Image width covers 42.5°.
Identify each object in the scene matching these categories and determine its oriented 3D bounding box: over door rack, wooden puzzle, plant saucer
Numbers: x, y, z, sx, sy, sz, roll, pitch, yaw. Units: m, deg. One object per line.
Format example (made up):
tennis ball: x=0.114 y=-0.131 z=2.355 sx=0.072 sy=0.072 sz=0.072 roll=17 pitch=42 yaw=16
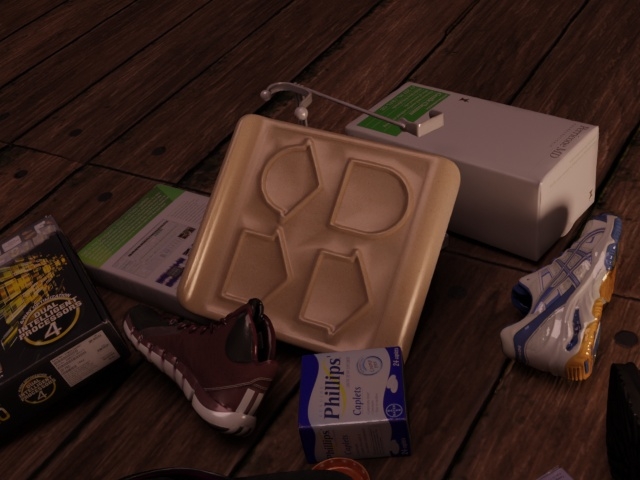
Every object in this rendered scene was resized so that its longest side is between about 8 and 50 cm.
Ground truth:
over door rack: x=0.042 y=-0.114 z=1.329 sx=0.324 sy=0.239 sz=0.108 roll=19 pitch=42 yaw=34
wooden puzzle: x=0.000 y=0.000 z=1.218 sx=0.348 sy=0.080 sz=0.322 roll=16 pitch=80 yaw=13
plant saucer: x=0.020 y=0.304 z=1.007 sx=0.084 sy=0.013 sz=0.083 roll=-7 pitch=39 yaw=6

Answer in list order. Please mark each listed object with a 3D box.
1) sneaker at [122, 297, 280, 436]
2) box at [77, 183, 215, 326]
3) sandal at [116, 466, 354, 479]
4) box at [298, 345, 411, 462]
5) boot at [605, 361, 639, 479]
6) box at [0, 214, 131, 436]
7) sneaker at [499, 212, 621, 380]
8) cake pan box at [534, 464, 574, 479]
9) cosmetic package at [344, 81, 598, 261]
sneaker: x=-0.151 y=0.130 z=1.145 sx=0.281 sy=0.106 sz=0.162 roll=36 pitch=97 yaw=34
box: x=-0.227 y=0.017 z=1.394 sx=0.322 sy=0.058 sz=0.232 roll=17 pitch=47 yaw=30
sandal: x=-0.162 y=0.311 z=0.913 sx=0.446 sy=0.107 sz=0.167 roll=-15 pitch=38 yaw=21
box: x=0.044 y=0.211 z=1.067 sx=0.137 sy=0.072 sz=0.126 roll=-7 pitch=38 yaw=7
boot: x=0.459 y=0.252 z=0.856 sx=0.260 sy=0.131 sz=0.348 roll=0 pitch=27 yaw=1
box: x=-0.516 y=0.163 z=1.229 sx=0.395 sy=0.097 sz=0.318 roll=-32 pitch=41 yaw=-11
sneaker: x=0.338 y=0.057 z=1.148 sx=0.131 sy=0.111 sz=0.296 roll=10 pitch=43 yaw=26
cake pan box: x=0.216 y=0.385 z=0.813 sx=0.267 sy=0.070 sz=0.246 roll=-26 pitch=38 yaw=-17
cosmetic package: x=0.246 y=-0.125 z=1.362 sx=0.366 sy=0.155 sz=0.197 roll=20 pitch=45 yaw=35
